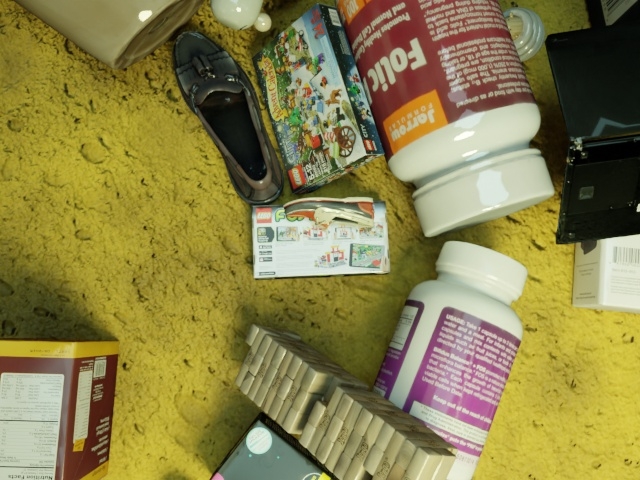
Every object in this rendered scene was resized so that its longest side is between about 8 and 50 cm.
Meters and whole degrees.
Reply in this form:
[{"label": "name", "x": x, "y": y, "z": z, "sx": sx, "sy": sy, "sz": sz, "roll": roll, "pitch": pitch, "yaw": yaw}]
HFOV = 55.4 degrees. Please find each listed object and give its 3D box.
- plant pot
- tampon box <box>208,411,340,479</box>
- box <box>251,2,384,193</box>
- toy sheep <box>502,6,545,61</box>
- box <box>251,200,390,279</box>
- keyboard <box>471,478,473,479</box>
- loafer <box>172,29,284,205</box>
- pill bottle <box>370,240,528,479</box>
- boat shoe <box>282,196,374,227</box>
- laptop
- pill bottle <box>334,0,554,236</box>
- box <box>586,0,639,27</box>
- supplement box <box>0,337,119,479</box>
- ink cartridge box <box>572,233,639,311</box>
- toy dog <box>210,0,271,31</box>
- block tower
[{"label": "plant pot", "x": -0.324, "y": -0.413, "z": 0.872, "sx": 0.323, "sy": 0.323, "sz": 0.280, "roll": -41, "pitch": 101, "yaw": -7}, {"label": "tampon box", "x": -0.060, "y": 0.341, "z": 0.850, "sx": 0.161, "sy": 0.101, "sz": 0.120, "roll": 37, "pitch": 81, "yaw": 3}, {"label": "box", "x": -0.010, "y": -0.205, "z": 0.912, "sx": 0.044, "sy": 0.159, "sz": 0.233, "roll": -9, "pitch": 79, "yaw": -47}, {"label": "toy sheep", "x": 0.311, "y": -0.324, "z": 0.967, "sx": 0.091, "sy": 0.132, "sz": 0.091, "roll": 5, "pitch": 99, "yaw": 36}, {"label": "box", "x": 0.000, "y": 0.000, "z": 0.937, "sx": 0.207, "sy": 0.036, "sz": 0.114, "roll": -2, "pitch": 82, "yaw": -3}, {"label": "keyboard", "x": 0.135, "y": 0.385, "z": 0.886, "sx": 0.192, "sy": 0.038, "sz": 0.100, "roll": -14, "pitch": 82, "yaw": -5}, {"label": "loafer", "x": -0.139, "y": -0.199, "z": 0.930, "sx": 0.109, "sy": 0.095, "sz": 0.302, "roll": -26, "pitch": 84, "yaw": -6}, {"label": "pill bottle", "x": 0.181, "y": 0.161, "z": 0.855, "sx": 0.169, "sy": 0.169, "sz": 0.301, "roll": 23, "pitch": 82, "yaw": 1}, {"label": "boat shoe", "x": 0.013, "y": -0.040, "z": 0.902, "sx": 0.137, "sy": 0.049, "sz": 0.043, "roll": -1, "pitch": 83, "yaw": -8}, {"label": "laptop", "x": 0.431, "y": -0.147, "z": 0.836, "sx": 0.234, "sy": 0.264, "sz": 0.136, "roll": -8, "pitch": 38, "yaw": 3}, {"label": "pill bottle", "x": 0.178, "y": -0.217, "z": 0.883, "sx": 0.224, "sy": 0.224, "sz": 0.392, "roll": -17, "pitch": 82, "yaw": -5}, {"label": "box", "x": 0.646, "y": -0.433, "z": 0.943, "sx": 0.396, "sy": 0.212, "sz": 0.293, "roll": -7, "pitch": 81, "yaw": -4}, {"label": "supplement box", "x": -0.364, "y": 0.229, "z": 0.808, "sx": 0.129, "sy": 0.191, "sz": 0.194, "roll": 2, "pitch": 81, "yaw": -2}, {"label": "ink cartridge box", "x": 0.491, "y": -0.009, "z": 0.928, "sx": 0.172, "sy": 0.100, "sz": 0.237, "roll": 6, "pitch": 82, "yaw": -2}, {"label": "toy dog", "x": -0.012, "y": -0.439, "z": 0.908, "sx": 0.161, "sy": 0.220, "sz": 0.333, "roll": 35, "pitch": 109, "yaw": -25}, {"label": "block tower", "x": 0.018, "y": 0.221, "z": 0.780, "sx": 0.091, "sy": 0.335, "sz": 0.097, "roll": 23, "pitch": 94, "yaw": -44}]
